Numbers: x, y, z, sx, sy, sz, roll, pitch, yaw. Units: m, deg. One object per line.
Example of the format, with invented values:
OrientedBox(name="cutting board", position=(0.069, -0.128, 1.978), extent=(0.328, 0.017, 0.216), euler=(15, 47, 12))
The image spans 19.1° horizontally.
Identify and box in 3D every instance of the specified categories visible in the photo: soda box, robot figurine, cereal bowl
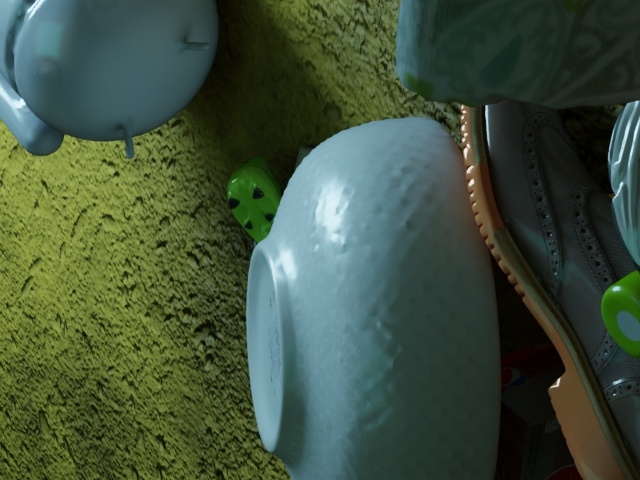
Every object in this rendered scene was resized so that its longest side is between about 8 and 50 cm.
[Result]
OrientedBox(name="soda box", position=(0.154, 0.212, 1.460), extent=(0.083, 0.092, 0.263), euler=(42, 136, 45))
OrientedBox(name="robot figurine", position=(-0.225, -0.228, 1.750), extent=(0.353, 0.199, 0.300), euler=(49, 123, 35))
OrientedBox(name="cereal bowl", position=(0.024, 0.077, 1.446), extent=(0.339, 0.141, 0.339), euler=(178, 90, -79))

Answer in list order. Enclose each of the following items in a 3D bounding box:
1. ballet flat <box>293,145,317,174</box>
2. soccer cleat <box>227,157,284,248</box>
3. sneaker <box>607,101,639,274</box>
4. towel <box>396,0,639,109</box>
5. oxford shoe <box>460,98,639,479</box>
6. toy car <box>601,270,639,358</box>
OrientedBox(name="ballet flat", position=(0.000, 0.000, 1.643), extent=(0.057, 0.052, 0.168), euler=(-22, 85, 59))
OrientedBox(name="soccer cleat", position=(-0.031, 0.008, 1.698), extent=(0.060, 0.072, 0.179), euler=(-15, 112, 19))
OrientedBox(name="sneaker", position=(0.252, -0.085, 1.059), extent=(0.121, 0.099, 0.262), euler=(1, 64, 50))
OrientedBox(name="towel", position=(0.233, -0.211, 0.884), extent=(0.090, 0.374, 0.321), euler=(-111, 22, -53))
OrientedBox(name="oxford shoe", position=(0.205, 0.018, 1.300), extent=(0.132, 0.130, 0.364), euler=(-31, 68, 25))
OrientedBox(name="toy car", position=(0.285, 0.081, 1.153), extent=(0.149, 0.155, 0.188), euler=(11, 126, 56))
